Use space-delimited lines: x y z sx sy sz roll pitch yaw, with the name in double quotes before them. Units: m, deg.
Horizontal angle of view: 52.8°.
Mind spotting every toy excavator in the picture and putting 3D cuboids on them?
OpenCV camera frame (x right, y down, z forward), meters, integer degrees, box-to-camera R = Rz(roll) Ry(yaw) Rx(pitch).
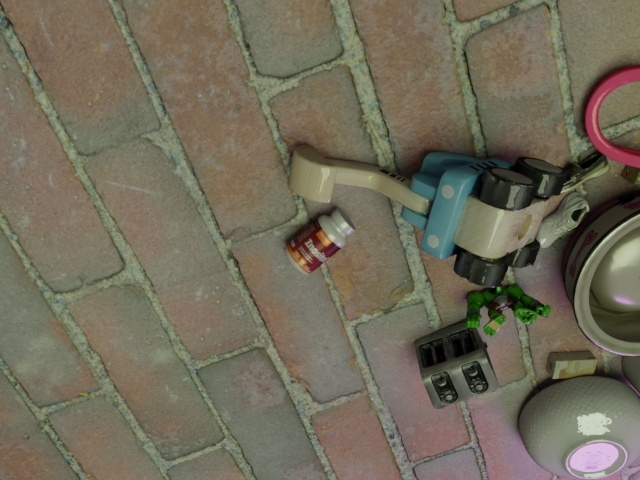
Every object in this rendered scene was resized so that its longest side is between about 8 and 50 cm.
"toy excavator" 0.213 -0.094 1.347 0.432 0.445 0.223 -17 127 -47

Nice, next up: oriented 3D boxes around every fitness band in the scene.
"fitness band" 0.706 -0.253 1.346 0.290 0.054 0.209 14 120 17

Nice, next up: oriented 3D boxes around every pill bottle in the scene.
"pill bottle" 0.000 0.000 1.424 0.152 0.086 0.086 -40 115 12

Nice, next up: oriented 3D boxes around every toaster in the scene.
"toaster" 0.331 0.298 1.576 0.168 0.186 0.110 -21 115 12

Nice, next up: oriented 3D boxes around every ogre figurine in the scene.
"ogre figurine" 0.434 0.156 1.542 0.197 0.118 0.097 -26 121 7

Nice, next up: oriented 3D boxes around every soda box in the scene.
"soda box" 0.790 -0.151 1.468 0.181 0.058 0.061 7 115 -11

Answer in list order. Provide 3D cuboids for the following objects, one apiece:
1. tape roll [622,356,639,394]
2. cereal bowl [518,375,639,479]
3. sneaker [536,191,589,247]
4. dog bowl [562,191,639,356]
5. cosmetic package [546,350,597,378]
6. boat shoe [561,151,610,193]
"tape roll" 0.942 0.342 1.673 0.246 0.169 0.246 -3 116 -5
"cereal bowl" 0.715 0.528 1.721 0.338 0.141 0.339 0 123 1
"sneaker" 0.558 -0.041 1.492 0.053 0.061 0.152 26 112 -21
"dog bowl" 0.762 0.066 1.523 0.407 0.150 0.408 -3 117 -5
"cosmetic package" 0.662 0.328 1.700 0.115 0.041 0.060 -3 116 -6
"boat shoe" 0.572 -0.152 1.445 0.152 0.056 0.049 -27 112 -4
